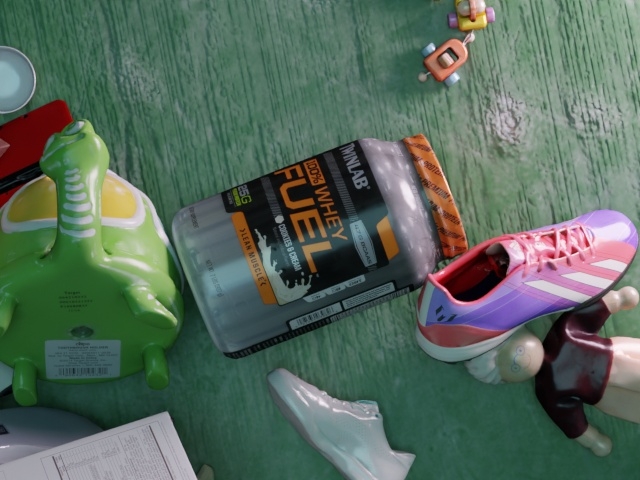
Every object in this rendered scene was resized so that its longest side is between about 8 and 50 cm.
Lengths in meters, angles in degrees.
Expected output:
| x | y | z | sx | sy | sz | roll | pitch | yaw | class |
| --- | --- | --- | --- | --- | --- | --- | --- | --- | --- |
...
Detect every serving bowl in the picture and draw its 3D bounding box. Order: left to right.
| x | y | z | sx | sy | sz | roll | pitch | yaw | class |
| --- | --- | --- | --- | --- | --- | --- | --- | --- | --- |
| -0.391 | -0.197 | 1.753 | 0.083 | 0.027 | 0.083 | 0 | 90 | -1 | serving bowl |

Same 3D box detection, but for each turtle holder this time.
| x | y | z | sx | sy | sz | roll | pitch | yaw | class |
| --- | --- | --- | --- | --- | --- | --- | --- | --- | --- |
| -0.289 | 0.023 | 1.622 | 0.243 | 0.320 | 0.227 | -18 | 53 | 15 | turtle holder |

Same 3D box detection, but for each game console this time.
| x | y | z | sx | sy | sz | roll | pitch | yaw | class |
| --- | --- | --- | --- | --- | --- | --- | --- | --- | --- |
| -0.353 | -0.082 | 1.761 | 0.144 | 0.085 | 0.124 | -25 | 121 | 0 | game console |

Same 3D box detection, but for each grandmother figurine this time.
| x | y | z | sx | sy | sz | roll | pitch | yaw | class |
| --- | --- | --- | --- | --- | --- | --- | --- | --- | --- |
| 0.342 | 0.156 | 1.722 | 0.342 | 0.104 | 0.208 | 11 | 81 | -3 | grandmother figurine |

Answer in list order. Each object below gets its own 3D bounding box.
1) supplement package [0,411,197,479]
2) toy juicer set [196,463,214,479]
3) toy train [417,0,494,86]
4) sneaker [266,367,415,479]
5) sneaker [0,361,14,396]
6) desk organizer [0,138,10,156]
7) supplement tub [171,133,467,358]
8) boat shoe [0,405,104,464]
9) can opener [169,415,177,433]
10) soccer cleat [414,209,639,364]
| x | y | z | sx | sy | sz | roll | pitch | yaw | class |
| --- | --- | --- | --- | --- | --- | --- | --- | --- | --- |
| -0.264 | 0.356 | 1.597 | 0.263 | 0.199 | 0.198 | -16 | 56 | -20 | supplement package |
| -0.118 | 0.466 | 1.731 | 0.209 | 0.089 | 0.329 | -40 | 65 | 9 | toy juicer set |
| 0.143 | -0.279 | 1.745 | 0.125 | 0.046 | 0.166 | -35 | 91 | 0 | toy train |
| 0.026 | 0.220 | 1.740 | 0.094 | 0.080 | 0.212 | -45 | 97 | -12 | sneaker |
| -0.449 | 0.114 | 1.709 | 0.127 | 0.182 | 0.315 | -26 | 57 | 38 | sneaker |
| -0.448 | -0.130 | 1.729 | 0.130 | 0.050 | 0.047 | 34 | 107 | 7 | desk organizer |
| 0.000 | 0.000 | 1.672 | 0.316 | 0.193 | 0.193 | -22 | 90 | -1 | supplement tub |
| -0.370 | 0.251 | 1.645 | 0.258 | 0.095 | 0.084 | 4 | 119 | -38 | boat shoe |
| -0.264 | 0.262 | 1.748 | 0.186 | 0.073 | 0.059 | -28 | 51 | -3 | can opener |
| 0.250 | 0.031 | 1.668 | 0.318 | 0.116 | 0.108 | -26 | 50 | -20 | soccer cleat |
